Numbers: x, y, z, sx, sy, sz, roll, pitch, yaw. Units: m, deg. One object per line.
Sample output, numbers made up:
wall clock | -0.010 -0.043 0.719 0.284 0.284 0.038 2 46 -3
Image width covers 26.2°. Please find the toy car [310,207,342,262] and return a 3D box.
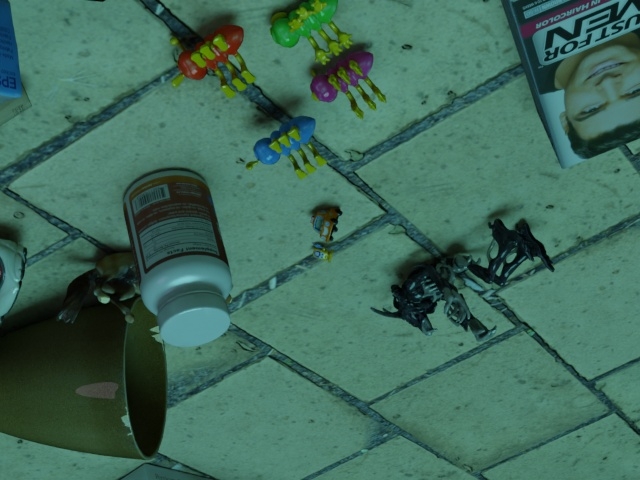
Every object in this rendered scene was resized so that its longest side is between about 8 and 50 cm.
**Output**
toy car | 0.000 0.000 1.991 0.041 0.060 0.122 18 136 4

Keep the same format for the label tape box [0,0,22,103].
label tape box | -0.507 -0.159 1.341 0.348 0.115 0.249 -17 169 29

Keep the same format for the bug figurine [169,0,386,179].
bug figurine | -0.045 -0.197 1.663 0.216 0.072 0.279 -30 141 9

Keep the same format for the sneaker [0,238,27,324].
sneaker | -0.491 0.080 1.875 0.118 0.107 0.279 21 131 -18

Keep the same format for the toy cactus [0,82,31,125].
toy cactus | -0.422 -0.132 1.580 0.181 0.112 0.219 -24 139 -7

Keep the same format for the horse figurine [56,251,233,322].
horse figurine | -0.237 0.062 1.911 0.263 0.174 0.066 -1 112 -16

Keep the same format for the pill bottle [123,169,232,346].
pill bottle | -0.183 0.025 1.794 0.121 0.216 0.121 -11 147 -8

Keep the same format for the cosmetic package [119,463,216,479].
cosmetic package | -0.197 0.591 2.563 0.097 0.284 0.377 -37 142 25

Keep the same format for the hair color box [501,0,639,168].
hair color box | 0.339 -0.257 1.708 0.185 0.113 0.374 -22 147 8

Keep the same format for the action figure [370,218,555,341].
action figure | 0.217 0.081 2.130 0.276 0.141 0.164 -33 155 20

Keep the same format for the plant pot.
plant pot | -0.373 0.205 2.002 0.254 0.237 0.237 -3 148 9
